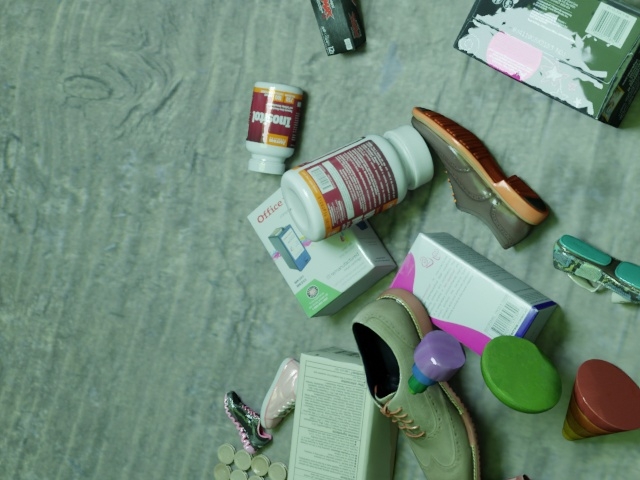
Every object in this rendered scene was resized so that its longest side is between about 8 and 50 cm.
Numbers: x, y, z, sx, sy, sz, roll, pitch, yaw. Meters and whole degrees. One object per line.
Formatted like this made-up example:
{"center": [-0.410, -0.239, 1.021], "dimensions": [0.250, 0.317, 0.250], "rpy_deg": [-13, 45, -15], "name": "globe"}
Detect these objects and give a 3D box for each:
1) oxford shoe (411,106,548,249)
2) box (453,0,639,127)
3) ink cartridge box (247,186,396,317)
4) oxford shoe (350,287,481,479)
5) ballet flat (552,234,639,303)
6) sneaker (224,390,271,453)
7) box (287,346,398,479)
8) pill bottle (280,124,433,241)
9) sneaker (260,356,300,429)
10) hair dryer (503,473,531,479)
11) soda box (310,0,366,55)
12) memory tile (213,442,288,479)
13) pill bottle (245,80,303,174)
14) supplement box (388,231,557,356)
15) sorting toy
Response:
{"center": [0.224, -0.100, 1.667], "dimensions": [0.271, 0.097, 0.098], "rpy_deg": [48, 117, 19], "name": "oxford shoe"}
{"center": [0.352, -0.294, 1.567], "dimensions": [0.247, 0.142, 0.163], "rpy_deg": [32, 104, 23], "name": "box"}
{"center": [0.000, 0.000, 1.789], "dimensions": [0.154, 0.093, 0.212], "rpy_deg": [-38, 72, 24], "name": "ink cartridge box"}
{"center": [0.132, 0.253, 1.623], "dimensions": [0.123, 0.130, 0.348], "rpy_deg": [-23, 91, 44], "name": "oxford shoe"}
{"center": [0.429, 0.056, 1.585], "dimensions": [0.188, 0.070, 0.070], "rpy_deg": [31, 105, 26], "name": "ballet flat"}
{"center": [-0.126, 0.314, 1.892], "dimensions": [0.057, 0.047, 0.119], "rpy_deg": [-30, 84, 18], "name": "sneaker"}
{"center": [0.038, 0.342, 1.756], "dimensions": [0.148, 0.121, 0.311], "rpy_deg": [10, 95, 28], "name": "box"}
{"center": [0.059, -0.094, 1.679], "dimensions": [0.221, 0.121, 0.121], "rpy_deg": [-25, 75, -16], "name": "pill bottle"}
{"center": [-0.053, 0.275, 1.844], "dimensions": [0.070, 0.051, 0.134], "rpy_deg": [27, 99, 31], "name": "sneaker"}
{"center": [0.268, 0.493, 1.680], "dimensions": [0.224, 0.080, 0.293], "rpy_deg": [16, 104, 11], "name": "hair dryer"}
{"center": [0.020, -0.393, 1.756], "dimensions": [0.053, 0.060, 0.169], "rpy_deg": [-7, 113, 28], "name": "soda box"}
{"center": [-0.128, 0.431, 1.910], "dimensions": [0.148, 0.012, 0.113], "rpy_deg": [14, 97, 28], "name": "memory tile"}
{"center": [-0.082, -0.192, 1.833], "dimensions": [0.086, 0.086, 0.152], "rpy_deg": [12, 97, 28], "name": "pill bottle"}
{"center": [0.234, 0.088, 1.653], "dimensions": [0.220, 0.114, 0.111], "rpy_deg": [35, 107, 22], "name": "supplement box"}
{"center": [0.286, 0.228, 1.555], "dimensions": [0.127, 0.366, 0.126], "rpy_deg": [-91, 24, -43], "name": "sorting toy"}
